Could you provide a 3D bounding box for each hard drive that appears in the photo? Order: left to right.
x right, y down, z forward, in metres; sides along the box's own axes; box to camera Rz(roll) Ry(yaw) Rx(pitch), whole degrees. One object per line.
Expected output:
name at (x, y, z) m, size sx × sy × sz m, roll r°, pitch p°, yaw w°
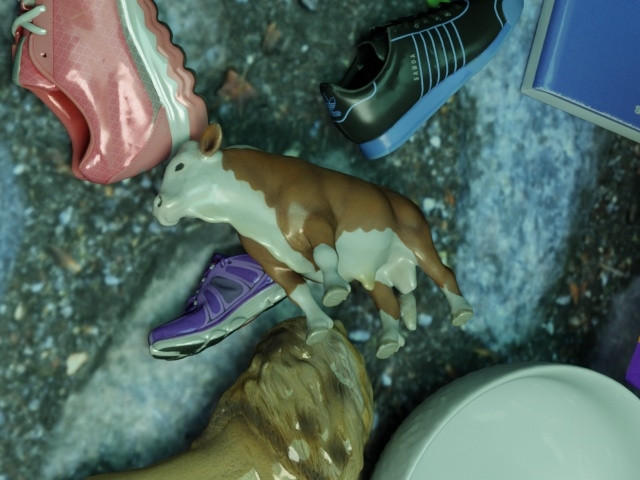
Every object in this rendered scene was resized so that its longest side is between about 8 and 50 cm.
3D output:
hard drive at (0.339, -0.270, 1.613) m, size 0.210 × 0.040 × 0.318 m, roll 19°, pitch 81°, yaw -24°

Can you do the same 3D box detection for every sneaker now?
sneaker at (-0.211, -0.191, 1.312) m, size 0.136 × 0.116 × 0.314 m, roll -29°, pitch 101°, yaw -21°
sneaker at (-0.092, 0.051, 1.402) m, size 0.170 × 0.068 × 0.071 m, roll -33°, pitch 88°, yaw -31°
sneaker at (0.097, -0.184, 1.475) m, size 0.232 × 0.081 × 0.090 m, roll -47°, pitch 115°, yaw -17°

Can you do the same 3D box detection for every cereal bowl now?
cereal bowl at (0.175, 0.277, 1.466) m, size 0.339 × 0.141 × 0.339 m, roll 0°, pitch 90°, yaw -27°

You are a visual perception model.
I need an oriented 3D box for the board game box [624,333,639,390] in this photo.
board game box at (0.568, 0.033, 1.425) m, size 0.356 × 0.356 × 0.356 m, roll -13°, pitch 126°, yaw -44°

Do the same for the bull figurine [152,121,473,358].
bull figurine at (0.000, 0.000, 1.357) m, size 0.310 × 0.101 × 0.188 m, roll 7°, pitch 47°, yaw -45°

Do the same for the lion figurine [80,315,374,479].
lion figurine at (-0.111, 0.232, 1.340) m, size 0.392 × 0.142 × 0.240 m, roll -22°, pitch 91°, yaw -20°
